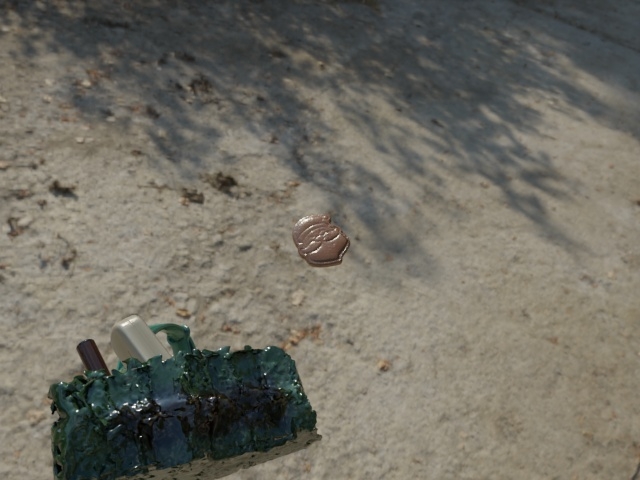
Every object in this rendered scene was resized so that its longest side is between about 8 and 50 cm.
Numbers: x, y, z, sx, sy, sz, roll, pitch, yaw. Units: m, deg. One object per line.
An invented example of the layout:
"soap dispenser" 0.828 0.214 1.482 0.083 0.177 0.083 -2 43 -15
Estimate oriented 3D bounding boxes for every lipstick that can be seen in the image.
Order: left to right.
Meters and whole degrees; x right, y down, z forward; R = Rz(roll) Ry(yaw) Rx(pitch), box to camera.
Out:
"lipstick" -0.565 0.421 1.687 0.057 0.057 0.356 -16 60 -37

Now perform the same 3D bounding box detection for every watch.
"watch" -0.324 0.272 1.282 0.195 0.068 0.237 40 38 -44

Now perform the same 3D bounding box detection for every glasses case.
"glasses case" -0.267 0.208 1.008 0.050 0.083 0.196 -25 62 -42

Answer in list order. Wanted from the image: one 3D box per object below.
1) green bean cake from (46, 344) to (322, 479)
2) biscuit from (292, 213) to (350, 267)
"green bean cake" -0.111 0.158 0.569 0.209 0.193 0.107 -15 63 -1
"biscuit" 0.000 0.000 1.212 0.102 0.019 0.130 -23 55 -14
